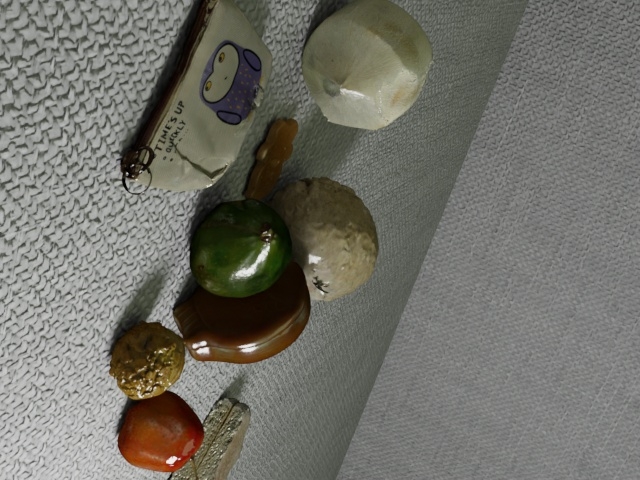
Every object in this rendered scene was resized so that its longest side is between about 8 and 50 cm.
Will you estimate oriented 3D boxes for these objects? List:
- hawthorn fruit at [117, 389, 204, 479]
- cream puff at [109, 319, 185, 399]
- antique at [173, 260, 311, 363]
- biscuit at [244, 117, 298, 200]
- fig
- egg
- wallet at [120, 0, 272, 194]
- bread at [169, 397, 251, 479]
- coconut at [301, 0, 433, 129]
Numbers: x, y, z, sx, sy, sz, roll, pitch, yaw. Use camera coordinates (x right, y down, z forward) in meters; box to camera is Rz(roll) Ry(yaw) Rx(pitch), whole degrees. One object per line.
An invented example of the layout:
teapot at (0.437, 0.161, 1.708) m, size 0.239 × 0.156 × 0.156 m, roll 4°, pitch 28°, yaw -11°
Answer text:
hawthorn fruit at (-0.296, 0.398, 1.762) m, size 0.162 × 0.203 × 0.162 m, roll -57°, pitch 165°, yaw -24°
cream puff at (-0.314, 0.213, 1.582) m, size 0.103 × 0.126 × 0.144 m, roll 41°, pitch 67°, yaw -56°
antique at (-0.147, 0.145, 1.763) m, size 0.278 × 0.223 × 0.129 m, roll -28°, pitch 137°, yaw -14°
biscuit at (-0.099, -0.165, 1.796) m, size 0.133 × 0.027 × 0.184 m, roll -36°, pitch 150°, yaw -57°
fig at (-0.135, 0.016, 1.631) m, size 0.195 × 0.195 × 0.245 m, roll -57°, pitch -156°, yaw -18°
egg at (0.000, 0.000, 1.947) m, size 0.279 × 0.279 × 0.310 m, roll -57°, pitch 149°, yaw -18°
wallet at (-0.184, -0.213, 1.422) m, size 0.335 × 0.068 × 0.275 m, roll -65°, pitch 160°, yaw 2°
bread at (-0.279, 0.559, 2.223) m, size 0.337 × 0.102 × 0.183 m, roll -60°, pitch 166°, yaw -18°
coconut at (0.087, -0.338, 1.742) m, size 0.247 × 0.245 × 0.245 m, roll -45°, pitch 155°, yaw -41°
